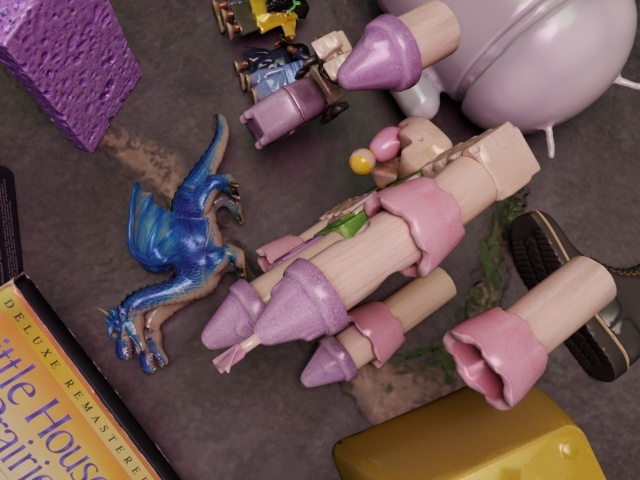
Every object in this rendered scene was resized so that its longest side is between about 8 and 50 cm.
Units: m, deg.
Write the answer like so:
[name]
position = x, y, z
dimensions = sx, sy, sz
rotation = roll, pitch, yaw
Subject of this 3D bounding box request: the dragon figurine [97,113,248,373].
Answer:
[dragon figurine]
position = -0.152, -0.012, 0.604
dimensions = 0.144, 0.085, 0.289
rotation = -4, 77, -6

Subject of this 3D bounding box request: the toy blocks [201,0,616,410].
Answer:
[toy blocks]
position = 0.000, 0.000, 0.487
dimensions = 0.260, 0.289, 0.308
rotation = -33, 95, -17

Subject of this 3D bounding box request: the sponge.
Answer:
[sponge]
position = -0.242, -0.182, 0.577
dimensions = 0.031, 0.210, 0.117
rotation = 26, 75, 4

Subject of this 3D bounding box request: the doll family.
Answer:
[doll family]
position = -0.048, -0.232, 0.679
dimensions = 0.112, 0.076, 0.192
rotation = -18, 83, -13

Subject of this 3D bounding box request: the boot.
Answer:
[boot]
position = 0.308, 0.034, 0.643
dimensions = 0.137, 0.077, 0.197
rotation = -29, 93, -15

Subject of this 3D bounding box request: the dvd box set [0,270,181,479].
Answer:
[dvd box set]
position = -0.344, 0.264, 0.474
dimensions = 0.421, 0.062, 0.307
rotation = -34, 105, -11

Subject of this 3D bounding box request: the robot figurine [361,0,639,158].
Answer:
[robot figurine]
position = 0.190, -0.261, 0.635
dimensions = 0.300, 0.200, 0.353
rotation = -38, 80, 13

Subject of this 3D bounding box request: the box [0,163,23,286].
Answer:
[box]
position = -0.456, -0.005, 0.472
dimensions = 0.297, 0.294, 0.182
rotation = -11, 77, -7

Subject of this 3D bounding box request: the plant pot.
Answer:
[plant pot]
position = 0.153, 0.249, 0.510
dimensions = 0.212, 0.187, 0.212
rotation = -20, 78, -10
